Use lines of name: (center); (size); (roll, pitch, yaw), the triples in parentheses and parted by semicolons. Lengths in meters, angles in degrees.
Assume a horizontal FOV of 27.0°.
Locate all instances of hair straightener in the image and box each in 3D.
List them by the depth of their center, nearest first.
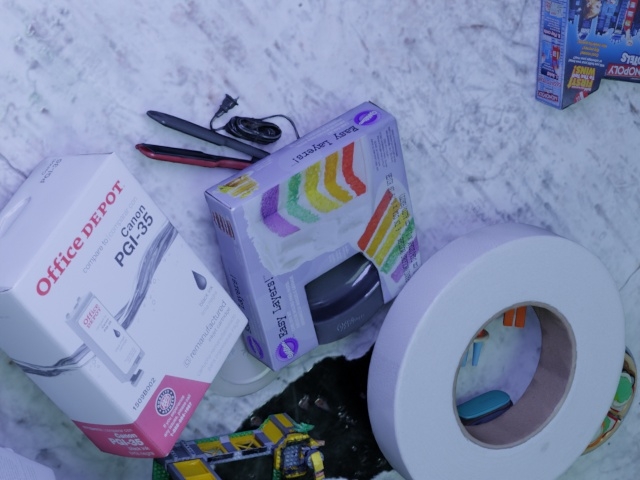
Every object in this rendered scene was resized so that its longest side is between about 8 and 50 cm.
hair straightener: (-0.099, -0.122, 1.548); (0.230, 0.047, 0.089); (10, 105, -32)

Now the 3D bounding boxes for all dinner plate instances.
dinner plate: (-0.094, 0.135, 1.674); (0.141, 0.017, 0.141); (-10, 113, -25)

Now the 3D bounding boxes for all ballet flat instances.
ballet flat: (0.182, 0.264, 1.852); (0.203, 0.074, 0.074); (-11, 114, -28)

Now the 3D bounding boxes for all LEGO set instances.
LEGO set: (-0.089, 0.392, 1.671); (0.255, 0.192, 0.331); (4, 107, -31)

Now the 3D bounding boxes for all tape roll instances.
tape roll: (0.240, 0.171, 1.768); (0.392, 0.072, 0.392); (-11, 112, -29)

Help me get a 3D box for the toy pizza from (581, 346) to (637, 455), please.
toy pizza: (0.397, 0.237, 1.984); (0.201, 0.032, 0.201); (-11, 114, -26)

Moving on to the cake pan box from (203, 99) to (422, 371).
cake pan box: (0.000, 0.000, 1.615); (0.245, 0.070, 0.267); (-28, 129, -22)

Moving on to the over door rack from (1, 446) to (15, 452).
over door rack: (-0.455, 0.186, 1.434); (0.239, 0.108, 0.324); (-3, 110, -30)

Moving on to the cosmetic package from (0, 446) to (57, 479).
cosmetic package: (-0.386, 0.265, 1.388); (0.117, 0.085, 0.231); (-40, 137, 9)

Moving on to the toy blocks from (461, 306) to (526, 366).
toy blocks: (0.238, 0.098, 1.824); (0.123, 0.054, 0.148); (-5, 112, -28)

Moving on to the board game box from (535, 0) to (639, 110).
board game box: (0.360, -0.265, 1.745); (0.194, 0.060, 0.194); (3, 109, -31)

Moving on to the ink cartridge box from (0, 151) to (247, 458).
ink cartridge box: (-0.235, 0.072, 1.462); (0.283, 0.117, 0.207); (54, 52, -33)
